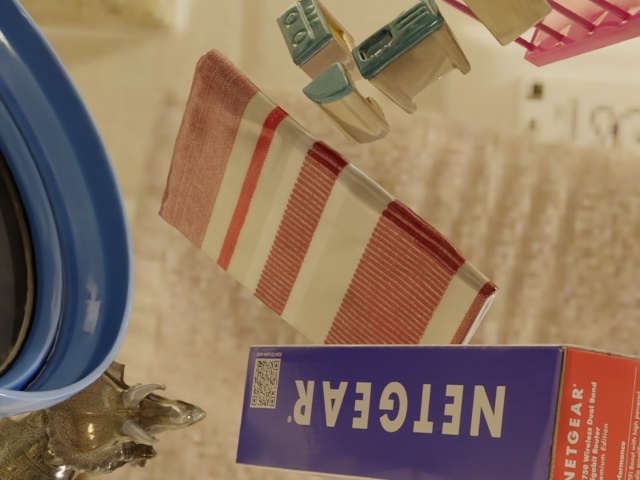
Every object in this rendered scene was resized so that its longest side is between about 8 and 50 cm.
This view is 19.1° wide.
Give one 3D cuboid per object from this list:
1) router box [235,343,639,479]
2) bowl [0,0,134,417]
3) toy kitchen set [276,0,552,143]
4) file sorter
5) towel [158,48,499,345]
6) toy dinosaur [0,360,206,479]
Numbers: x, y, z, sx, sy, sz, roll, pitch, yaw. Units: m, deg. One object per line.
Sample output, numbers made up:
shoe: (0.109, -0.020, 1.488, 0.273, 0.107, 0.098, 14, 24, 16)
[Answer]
router box: (0.160, 0.124, 1.176, 0.335, 0.301, 0.082, -5, -104, 58)
bowl: (-0.273, -0.062, 1.200, 0.391, 0.077, 0.391, 45, 27, -31)
toy kitchen set: (0.058, -0.208, 1.606, 0.122, 0.207, 0.166, 45, 15, -35)
file sorter: (0.218, -0.302, 1.707, 0.202, 0.182, 0.290, -66, -165, -9)
towel: (0.000, 0.000, 1.698, 0.037, 0.329, 0.237, -42, 165, -33)
toy dinosaur: (-0.226, 0.175, 1.455, 0.121, 0.313, 0.160, 57, 12, 14)
